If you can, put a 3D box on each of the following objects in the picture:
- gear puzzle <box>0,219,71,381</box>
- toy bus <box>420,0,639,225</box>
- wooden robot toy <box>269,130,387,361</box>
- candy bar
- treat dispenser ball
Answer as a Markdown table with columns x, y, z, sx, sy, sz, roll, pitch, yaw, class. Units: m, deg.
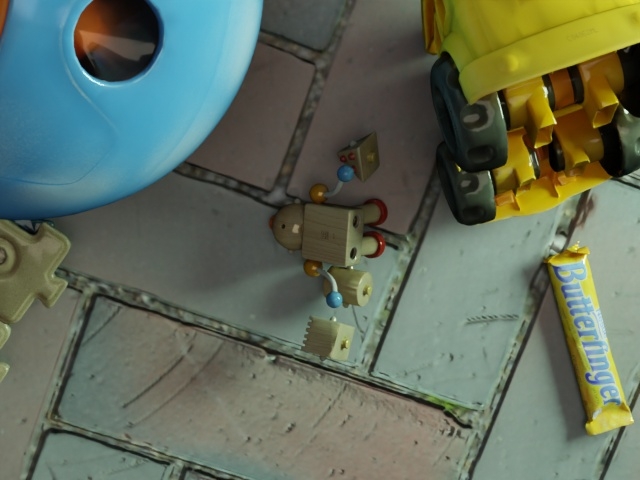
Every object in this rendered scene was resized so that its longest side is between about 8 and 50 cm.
| x | y | z | sx | sy | sz | roll | pitch | yaw | class |
| --- | --- | --- | --- | --- | --- | --- | --- | --- | --- |
| -0.335 | 0.088 | 0.743 | 0.175 | 0.044 | 0.339 | 35 | 97 | -12 | gear puzzle |
| 0.130 | -0.139 | 0.699 | 0.149 | 0.220 | 0.212 | -20 | 67 | -2 | toy bus |
| 0.000 | 0.000 | 0.762 | 0.079 | 0.076 | 0.173 | 10 | 100 | 28 | wooden robot toy |
| 0.215 | 0.079 | 0.808 | 0.040 | 0.018 | 0.162 | -18 | 101 | -3 | candy bar |
| -0.177 | -0.155 | 0.593 | 0.288 | 0.288 | 0.288 | -1 | 99 | -6 | treat dispenser ball |
